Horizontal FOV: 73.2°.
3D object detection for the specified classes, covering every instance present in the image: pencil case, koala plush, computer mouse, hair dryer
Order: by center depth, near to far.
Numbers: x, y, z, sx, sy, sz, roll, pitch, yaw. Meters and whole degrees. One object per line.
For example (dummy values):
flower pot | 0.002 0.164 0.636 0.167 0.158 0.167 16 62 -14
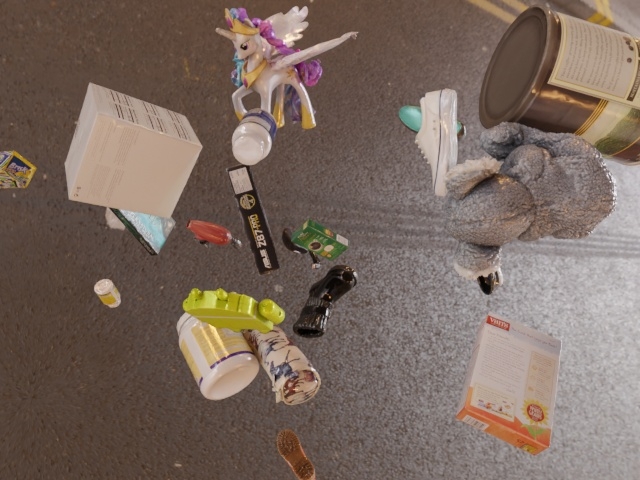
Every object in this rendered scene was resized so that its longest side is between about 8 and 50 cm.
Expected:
koala plush | 0.267 -0.057 0.617 0.221 0.203 0.196 -17 112 -25
pencil case | -0.175 0.469 1.728 0.183 0.410 0.160 0 112 -33
hair dryer | -0.485 -0.011 1.852 0.223 0.293 0.080 0 67 10
computer mouse | -0.088 0.049 1.864 0.184 0.060 0.262 60 13 18

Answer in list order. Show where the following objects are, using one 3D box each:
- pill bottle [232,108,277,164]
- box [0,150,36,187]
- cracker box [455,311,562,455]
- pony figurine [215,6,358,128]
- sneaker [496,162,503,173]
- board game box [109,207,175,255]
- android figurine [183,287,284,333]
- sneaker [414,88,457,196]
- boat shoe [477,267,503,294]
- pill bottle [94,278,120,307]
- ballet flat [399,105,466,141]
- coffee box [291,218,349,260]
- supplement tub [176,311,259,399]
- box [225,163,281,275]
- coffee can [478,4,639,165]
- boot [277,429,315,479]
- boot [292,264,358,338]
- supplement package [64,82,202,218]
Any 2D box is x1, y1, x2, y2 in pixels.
pill bottle | -0.161 -0.249 1.043 0.094 0.094 0.169 35 30 -19
box | -0.691 -0.147 0.908 0.059 0.168 0.054 60 36 -56
cracker box | 0.380 0.276 0.863 0.155 0.067 0.232 22 53 14
pony figurine | -0.106 -0.475 1.194 0.351 0.364 0.302 -32 48 -26
sneaker | 0.495 -0.151 1.172 0.080 0.212 0.094 -5 76 7
board game box | -0.457 -0.068 1.114 0.126 0.026 0.186 -78 152 -43
android figurine | -0.222 0.176 1.072 0.273 0.248 0.056 58 35 -59
sneaker | 0.285 -0.239 1.068 0.094 0.091 0.258 -29 122 -53
boat shoe | 0.303 0.041 0.803 0.040 0.049 0.142 -42 116 -26
pill bottle | -0.781 0.199 1.591 0.065 0.116 0.065 1 51 -1
ballet flat | 0.422 -0.429 1.630 0.096 0.280 0.095 19 103 -54
coffee box | 0.000 0.000 1.554 0.184 0.113 0.040 26 46 -22
supplement tub | -0.422 0.438 1.738 0.241 0.241 0.331 -11 46 -36
box | -0.256 -0.082 1.648 0.097 0.318 0.395 -18 96 -7
coffee can | 0.450 -0.258 0.742 0.275 0.201 0.202 12 65 -6
boot | -0.064 0.579 1.138 0.059 0.158 0.085 -27 132 -17
boot | 0.023 0.279 1.904 0.131 0.348 0.260 34 48 -9
supplement package | -0.394 -0.180 0.902 0.203 0.194 0.149 12 31 -41
